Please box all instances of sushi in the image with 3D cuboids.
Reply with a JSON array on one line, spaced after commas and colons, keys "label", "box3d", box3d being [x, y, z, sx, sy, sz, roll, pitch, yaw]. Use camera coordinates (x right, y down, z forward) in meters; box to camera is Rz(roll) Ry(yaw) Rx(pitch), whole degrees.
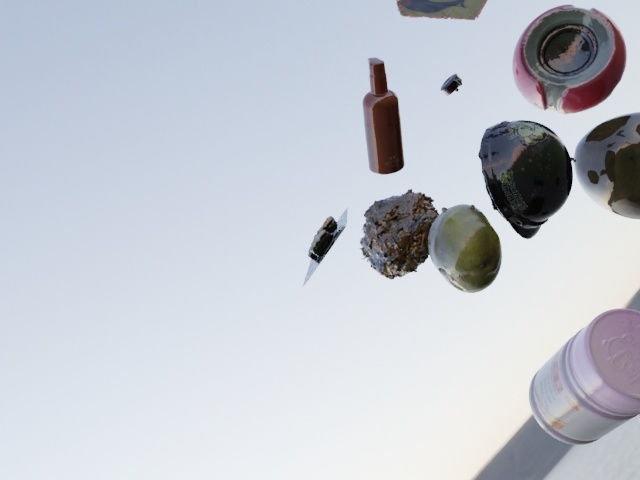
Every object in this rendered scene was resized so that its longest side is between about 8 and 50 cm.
[{"label": "sushi", "box3d": [0.000, 0.000, 1.814, 0.192, 0.040, 0.210, -55, 6, 17]}]

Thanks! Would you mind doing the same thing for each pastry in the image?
[{"label": "pastry", "box3d": [0.215, -0.026, 2.046, 0.275, 0.193, 0.275, -42, 19, 18]}]

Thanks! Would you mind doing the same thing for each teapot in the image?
[{"label": "teapot", "box3d": [0.394, -0.460, 2.182, 0.068, 0.045, 0.100, -53, 14, -8]}]

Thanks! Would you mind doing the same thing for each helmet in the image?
[{"label": "helmet", "box3d": [0.486, -0.152, 1.663, 0.160, 0.278, 0.230, -22, 14, 41]}]

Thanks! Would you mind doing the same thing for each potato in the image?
[{"label": "potato", "box3d": [0.307, 0.014, 1.575, 0.149, 0.228, 0.197, -4, -57, -3]}]

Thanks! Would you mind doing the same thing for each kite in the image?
[{"label": "kite", "box3d": [0.320, -0.645, 1.735, 0.328, 0.377, 0.013, -26, -37, 18]}]

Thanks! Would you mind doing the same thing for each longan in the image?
[{"label": "longan", "box3d": [0.822, -0.183, 1.873, 0.288, 0.350, 0.288, -33, -49, -49]}]

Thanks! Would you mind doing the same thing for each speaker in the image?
[{"label": "speaker", "box3d": [0.673, -0.479, 1.973, 0.294, 0.294, 0.294, -38, -25, -22]}]

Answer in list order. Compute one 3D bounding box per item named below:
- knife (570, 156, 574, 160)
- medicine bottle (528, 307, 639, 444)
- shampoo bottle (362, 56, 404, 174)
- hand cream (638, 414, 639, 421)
[{"label": "knife", "box3d": [0.667, -0.254, 2.321, 0.313, 0.019, 0.044, -2, -34, -19]}, {"label": "medicine bottle", "box3d": [0.590, 0.295, 1.558, 0.202, 0.202, 0.316, -36, -20, -26]}, {"label": "shampoo bottle", "box3d": [0.131, -0.263, 1.568, 0.085, 0.085, 0.244, -30, -56, -36]}, {"label": "hand cream", "box3d": [0.809, 0.387, 1.843, 0.084, 0.203, 0.084, -8, -9, -1]}]
